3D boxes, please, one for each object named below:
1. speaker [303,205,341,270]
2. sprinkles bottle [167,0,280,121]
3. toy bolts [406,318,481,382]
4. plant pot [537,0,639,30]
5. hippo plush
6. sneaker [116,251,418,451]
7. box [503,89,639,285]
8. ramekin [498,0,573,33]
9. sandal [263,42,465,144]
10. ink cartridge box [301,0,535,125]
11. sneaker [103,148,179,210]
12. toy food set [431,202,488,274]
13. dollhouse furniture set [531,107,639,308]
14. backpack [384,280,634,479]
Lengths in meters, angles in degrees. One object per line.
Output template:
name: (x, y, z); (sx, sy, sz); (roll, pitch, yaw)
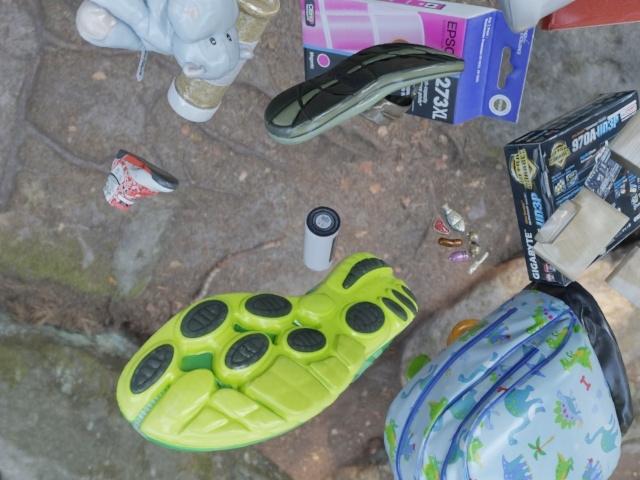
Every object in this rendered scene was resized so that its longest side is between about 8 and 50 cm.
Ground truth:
speaker: (0.000, 0.000, 0.987); (0.055, 0.055, 0.136); (3, 154, -3)
sprinkles bottle: (-0.223, -0.418, 1.356); (0.121, 0.121, 0.355); (25, 138, -21)
toy bolts: (0.291, 0.286, 1.117); (0.229, 0.218, 0.158); (26, 140, 29)
plant pot: (0.500, -0.513, 1.041); (0.267, 0.267, 0.235); (-3, 117, 10)
hippo plush: (-0.262, -0.360, 1.041); (0.234, 0.237, 0.294); (-29, 144, -33)
sneaker: (-0.024, 0.097, 0.478); (0.296, 0.109, 0.123); (-14, 144, -52)
box: (0.323, -0.069, 0.747); (0.051, 0.220, 0.175); (9, 121, 53)
ramekin: (0.207, -0.348, 0.575); (0.127, 0.272, 0.272); (-16, 131, 19)
sandal: (0.062, -0.199, 0.851); (0.303, 0.120, 0.086); (-27, 131, -14)
ink cartridge box: (0.141, -0.296, 0.984); (0.371, 0.069, 0.175); (17, 133, 23)
sneaker: (-0.479, -0.136, 1.613); (0.090, 0.270, 0.144); (20, 98, -50)
toy food set: (0.242, -0.002, 1.073); (0.122, 0.078, 0.019); (46, 164, -3)
dollhouse furniture set: (0.407, 0.002, 0.489); (0.355, 0.174, 0.303); (42, 108, 18)
backpack: (0.261, 0.254, 0.853); (0.356, 0.273, 0.290); (-23, 108, -6)
